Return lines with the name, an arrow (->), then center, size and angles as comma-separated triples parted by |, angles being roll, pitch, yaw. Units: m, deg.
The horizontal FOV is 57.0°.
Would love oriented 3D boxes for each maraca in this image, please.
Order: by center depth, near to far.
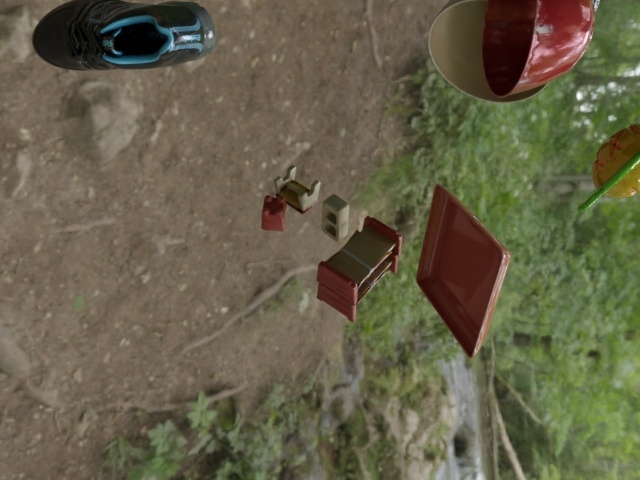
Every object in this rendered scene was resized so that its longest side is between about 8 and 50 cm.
maraca -> 0.481, -0.113, 0.939 | 0.127, 0.099, 0.186 | -32, 162, -37

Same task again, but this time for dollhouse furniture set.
dollhouse furniture set -> 0.000, 0.000, 1.478 | 0.201, 0.374, 0.152 | -42, 153, -29

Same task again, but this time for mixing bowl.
mixing bowl -> 0.286, -0.278, 0.765 | 0.181, 0.098, 0.182 | 180, -90, -85

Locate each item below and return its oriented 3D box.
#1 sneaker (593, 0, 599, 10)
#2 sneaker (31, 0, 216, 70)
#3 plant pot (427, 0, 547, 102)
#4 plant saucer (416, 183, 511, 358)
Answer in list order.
sneaker -> 0.390, -0.491, 1.019 | 0.129, 0.111, 0.297 | 42, -12, 44
sneaker -> -0.354, -0.345, 0.981 | 0.140, 0.340, 0.125 | -57, 143, -61
plant pot -> 0.407, -0.478, 1.315 | 0.191, 0.283, 0.284 | -61, 152, -22
plant saucer -> 0.285, 0.055, 1.181 | 0.258, 0.047, 0.259 | -119, -152, -51
